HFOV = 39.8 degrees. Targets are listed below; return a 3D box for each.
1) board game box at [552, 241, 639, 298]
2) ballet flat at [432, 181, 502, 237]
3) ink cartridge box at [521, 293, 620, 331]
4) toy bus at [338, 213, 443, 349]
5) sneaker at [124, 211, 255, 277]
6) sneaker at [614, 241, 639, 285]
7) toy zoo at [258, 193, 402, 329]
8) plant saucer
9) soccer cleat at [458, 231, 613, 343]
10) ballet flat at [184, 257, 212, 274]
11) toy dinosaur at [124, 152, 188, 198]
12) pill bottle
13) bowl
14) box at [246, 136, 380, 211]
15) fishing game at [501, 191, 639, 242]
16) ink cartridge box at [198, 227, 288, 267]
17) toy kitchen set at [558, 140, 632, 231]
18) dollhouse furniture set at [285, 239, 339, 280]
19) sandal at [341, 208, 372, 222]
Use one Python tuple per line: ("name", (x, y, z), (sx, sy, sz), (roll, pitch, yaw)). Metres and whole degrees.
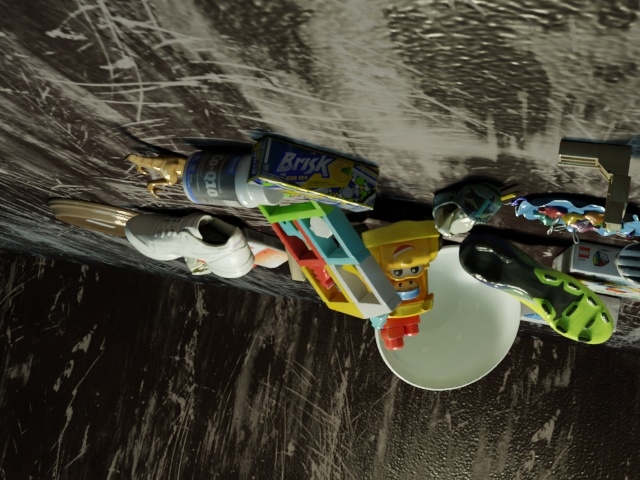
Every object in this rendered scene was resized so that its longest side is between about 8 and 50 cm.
("board game box", (0.563, 0.065, 1.501), (0.305, 0.053, 0.193), (10, 171, 6))
("ballet flat", (0.191, -0.037, 1.238), (0.070, 0.070, 0.188), (12, 169, -8))
("ink cartridge box", (0.562, 0.155, 2.015), (0.191, 0.082, 0.139), (12, 171, -3))
("toy bus", (0.125, 0.073, 1.463), (0.150, 0.211, 0.220), (-7, 172, -9))
("sneaker", (-0.287, -0.022, 1.908), (0.305, 0.114, 0.152), (13, 146, 16))
("sneaker", (0.553, 0.041, 1.324), (0.229, 0.086, 0.132), (12, -177, 7))
("toy zoo", (0.014, 0.022, 1.367), (0.293, 0.030, 0.192), (56, 155, -16))
("plant saucer", (-0.517, -0.050, 2.125), (0.278, 0.041, 0.278), (11, 171, 2))
("soccer cleat", (0.367, 0.072, 1.498), (0.289, 0.093, 0.121), (31, -163, 5))
("ballet flat", (-0.287, 0.033, 2.178), (0.096, 0.095, 0.280), (-26, 170, -11))
("toy dinosaur", (-0.241, -0.114, 1.342), (0.212, 0.064, 0.112), (6, 159, -45))
("pill bottle", (-0.121, -0.087, 1.255), (0.137, 0.078, 0.078), (5, 170, 30))
("bowl", (0.232, 0.134, 1.744), (0.298, 0.297, 0.134), (13, -168, -18))
("box", (-0.009, -0.086, 1.181), (0.169, 0.059, 0.054), (14, 170, -23))
("fishing game", (0.360, -0.022, 1.226), (0.264, 0.041, 0.189), (12, 174, -14))
("ink cartridge box", (-0.174, 0.040, 2.042), (0.145, 0.045, 0.179), (18, 139, -39))
("toy kitchen set", (0.290, -0.054, 0.944), (0.075, 0.083, 0.068), (8, 171, 18))
("dollhouse furniture set", (0.000, 0.000, 1.857), (0.144, 0.123, 0.151), (4, -156, 40))
("sandal", (0.051, -0.052, 1.400), (0.067, 0.040, 0.179), (10, 172, 0))
